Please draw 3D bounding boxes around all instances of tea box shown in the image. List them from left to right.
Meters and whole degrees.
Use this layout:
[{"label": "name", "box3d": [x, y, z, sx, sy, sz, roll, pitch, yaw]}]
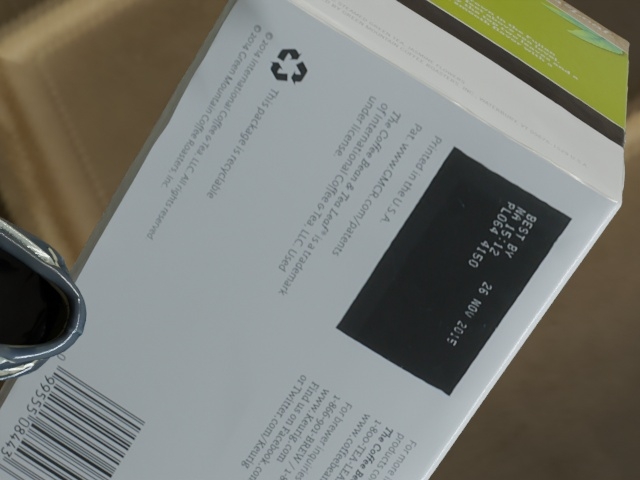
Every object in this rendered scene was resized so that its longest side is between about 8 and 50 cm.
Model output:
[{"label": "tea box", "box3d": [0.000, 0.000, 1.124, 0.220, 0.323, 0.329, 32, -69, -2]}]

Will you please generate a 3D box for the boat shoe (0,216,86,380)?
[{"label": "boat shoe", "box3d": [-0.214, -0.008, 0.780, 0.095, 0.254, 0.079, -66, -160, -11]}]
